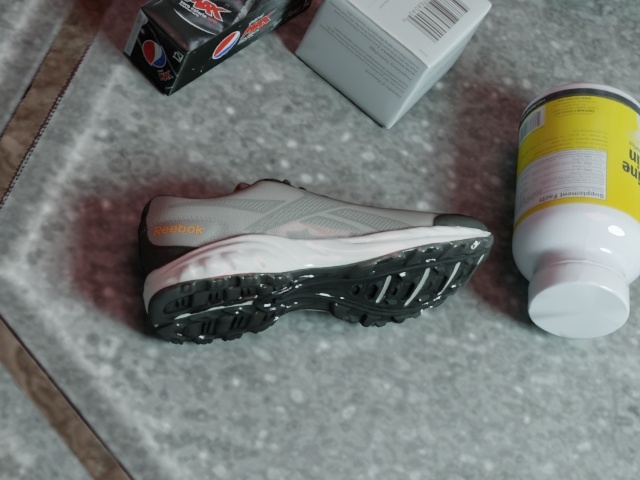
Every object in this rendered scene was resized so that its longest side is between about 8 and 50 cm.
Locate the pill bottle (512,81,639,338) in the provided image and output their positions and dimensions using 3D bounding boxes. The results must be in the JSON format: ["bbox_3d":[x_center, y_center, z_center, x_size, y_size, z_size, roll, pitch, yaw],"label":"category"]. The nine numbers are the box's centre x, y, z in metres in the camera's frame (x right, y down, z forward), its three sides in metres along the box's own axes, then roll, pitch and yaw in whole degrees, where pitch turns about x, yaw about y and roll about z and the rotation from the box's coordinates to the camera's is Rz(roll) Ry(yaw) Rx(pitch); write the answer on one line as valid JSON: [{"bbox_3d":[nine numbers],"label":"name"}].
[{"bbox_3d":[0.198,-0.022,1.403,0.103,0.103,0.184,17,54,-13],"label":"pill bottle"}]

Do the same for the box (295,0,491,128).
[{"bbox_3d":[0.057,-0.165,1.447,0.102,0.087,0.101,39,52,6],"label":"box"}]

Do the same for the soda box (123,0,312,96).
[{"bbox_3d":[-0.070,-0.180,1.420,0.053,0.060,0.169,44,53,10],"label":"soda box"}]

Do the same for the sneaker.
[{"bbox_3d":[0.000,0.000,1.309,0.271,0.100,0.108,-2,54,-25],"label":"sneaker"}]
